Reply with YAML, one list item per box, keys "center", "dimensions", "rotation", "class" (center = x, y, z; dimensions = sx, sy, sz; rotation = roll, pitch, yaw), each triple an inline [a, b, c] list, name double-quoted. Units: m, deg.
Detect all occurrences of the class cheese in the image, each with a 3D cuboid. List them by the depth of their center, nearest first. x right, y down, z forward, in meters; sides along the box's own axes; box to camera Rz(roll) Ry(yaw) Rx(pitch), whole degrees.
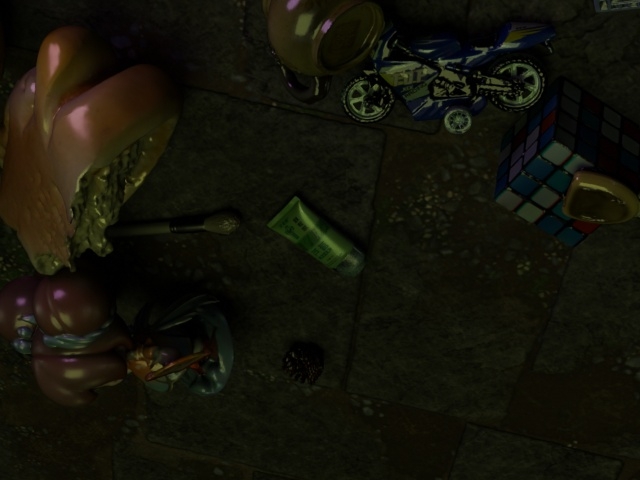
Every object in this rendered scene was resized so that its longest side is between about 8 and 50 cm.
- center: [0.423, -0.049, 1.526]
  dimensions: [0.162, 0.036, 0.086]
  rotation: [14, 135, 4]
  class: "cheese"

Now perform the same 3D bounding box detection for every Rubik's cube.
- center: [0.363, -0.114, 1.616]
  dimensions: [0.155, 0.154, 0.151]
  rotation: [31, 133, -13]
  class: "Rubik's cube"

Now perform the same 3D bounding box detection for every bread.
- center: [-0.387, -0.126, 1.701]
  dimensions: [0.245, 0.329, 0.424]
  rotation: [29, 145, -11]
  class: "bread"

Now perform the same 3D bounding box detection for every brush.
- center: [-0.276, -0.020, 1.970]
  dimensions: [0.299, 0.039, 0.042]
  rotation: [-6, 131, 22]
  class: "brush"

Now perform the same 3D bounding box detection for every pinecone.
- center: [-0.033, 0.239, 2.113]
  dimensions: [0.083, 0.077, 0.077]
  rotation: [6, 135, 35]
  class: "pinecone"

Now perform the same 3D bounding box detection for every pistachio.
- center: [-0.461, 0.084, 2.082]
  dimensions: [0.189, 0.100, 0.110]
  rotation: [35, 157, -35]
  class: "pistachio"

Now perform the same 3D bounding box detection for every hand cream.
- center: [0.000, 0.000, 1.901]
  dimensions: [0.175, 0.046, 0.095]
  rotation: [35, 134, -14]
  class: "hand cream"

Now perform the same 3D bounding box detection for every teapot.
- center: [-0.016, -0.321, 1.546]
  dimensions: [0.182, 0.173, 0.269]
  rotation: [46, 140, 27]
  class: "teapot"

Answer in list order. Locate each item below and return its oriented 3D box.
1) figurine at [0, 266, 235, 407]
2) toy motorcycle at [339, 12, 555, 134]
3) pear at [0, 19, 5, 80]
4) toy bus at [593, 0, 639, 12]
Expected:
- center: [-0.356, 0.171, 1.954]
  dimensions: [0.388, 0.248, 0.276]
  rotation: [-1, 171, -41]
  class: "figurine"
- center: [0.179, -0.251, 1.579]
  dimensions: [0.315, 0.113, 0.169]
  rotation: [-4, 121, 8]
  class: "toy motorcycle"
- center: [-0.631, -0.298, 1.651]
  dimensions: [0.314, 0.314, 0.314]
  rotation: [8, 133, 9]
  class: "pear"
- center: [0.441, -0.348, 1.437]
  dimensions: [0.167, 0.073, 0.076]
  rotation: [-1, 134, 22]
  class: "toy bus"
